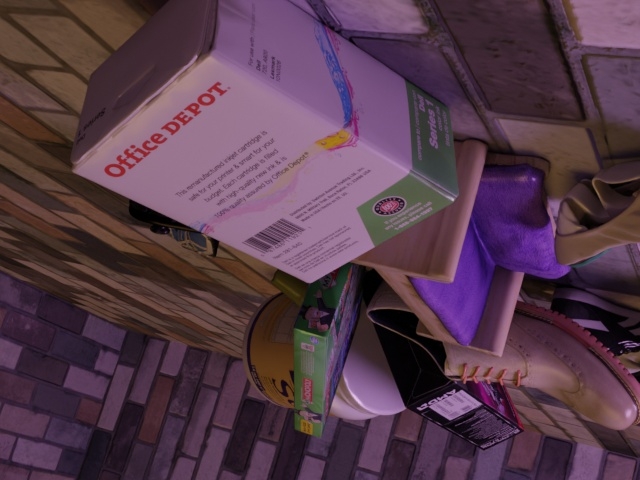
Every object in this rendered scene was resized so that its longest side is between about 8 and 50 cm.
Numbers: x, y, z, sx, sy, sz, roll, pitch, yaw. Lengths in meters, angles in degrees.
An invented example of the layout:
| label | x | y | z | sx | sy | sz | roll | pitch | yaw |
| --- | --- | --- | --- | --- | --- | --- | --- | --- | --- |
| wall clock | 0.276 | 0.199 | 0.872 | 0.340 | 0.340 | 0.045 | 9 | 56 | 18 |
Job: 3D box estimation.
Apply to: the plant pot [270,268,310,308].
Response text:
| label | x | y | z | sx | sy | sz | roll | pitch | yaw |
| --- | --- | --- | --- | --- | --- | --- | --- | --- | --- |
| plant pot | -0.044 | 0.073 | 1.762 | 0.079 | 0.083 | 0.083 | 32 | 165 | -4 |

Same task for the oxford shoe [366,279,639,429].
| label | x | y | z | sx | sy | sz | roll | pitch | yaw |
| --- | --- | --- | --- | --- | --- | --- | --- | --- | --- |
| oxford shoe | 0.243 | 0.158 | 1.323 | 0.397 | 0.146 | 0.140 | 30 | 149 | 28 |

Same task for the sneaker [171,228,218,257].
| label | x | y | z | sx | sy | sz | roll | pitch | yaw |
| --- | --- | --- | --- | --- | --- | --- | --- | --- | --- |
| sneaker | -0.199 | -0.015 | 1.569 | 0.081 | 0.080 | 0.211 | 15 | 165 | -6 |

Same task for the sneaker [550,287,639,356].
| label | x | y | z | sx | sy | sz | roll | pitch | yaw |
| --- | --- | --- | --- | --- | --- | --- | --- | --- | --- |
| sneaker | 0.420 | 0.157 | 1.408 | 0.217 | 0.121 | 0.079 | 19 | 167 | -9 |

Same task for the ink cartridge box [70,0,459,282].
| label | x | y | z | sx | sy | sz | roll | pitch | yaw |
| --- | --- | --- | --- | --- | --- | --- | --- | --- | --- |
| ink cartridge box | -0.046 | -0.092 | 0.867 | 0.278 | 0.117 | 0.201 | 27 | 138 | -34 |

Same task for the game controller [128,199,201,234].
| label | x | y | z | sx | sy | sz | roll | pitch | yaw |
| --- | --- | --- | --- | --- | --- | --- | --- | --- | --- |
| game controller | -0.114 | -0.050 | 1.136 | 0.166 | 0.067 | 0.319 | 19 | -168 | -2 |

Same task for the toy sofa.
| label | x | y | z | sx | sy | sz | roll | pitch | yaw |
| --- | --- | --- | --- | --- | --- | --- | --- | --- | --- |
| toy sofa | 0.173 | 0.022 | 1.118 | 0.177 | 0.150 | 0.362 | 13 | 166 | 22 |

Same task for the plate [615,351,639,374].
| label | x | y | z | sx | sy | sz | roll | pitch | yaw |
| --- | --- | --- | --- | --- | --- | --- | --- | --- | --- |
| plate | 0.473 | 0.191 | 1.644 | 0.278 | 0.045 | 0.277 | 28 | 163 | -38 |

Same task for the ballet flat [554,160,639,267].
| label | x | y | z | sx | sy | sz | roll | pitch | yaw |
| --- | --- | --- | --- | --- | --- | --- | --- | --- | --- |
| ballet flat | 0.284 | -0.033 | 0.951 | 0.086 | 0.086 | 0.248 | 20 | 165 | -14 |

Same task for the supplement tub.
| label | x | y | z | sx | sy | sz | roll | pitch | yaw |
| --- | --- | --- | --- | --- | --- | --- | --- | --- | --- |
| supplement tub | 0.027 | 0.211 | 1.850 | 0.241 | 0.241 | 0.331 | 25 | 164 | -30 |

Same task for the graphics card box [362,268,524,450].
| label | x | y | z | sx | sy | sz | roll | pitch | yaw |
| --- | --- | --- | --- | --- | --- | --- | --- | --- | --- |
| graphics card box | 0.202 | 0.191 | 1.583 | 0.094 | 0.232 | 0.371 | -29 | 148 | 16 |

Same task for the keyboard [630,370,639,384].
| label | x | y | z | sx | sy | sz | roll | pitch | yaw |
| --- | --- | --- | --- | --- | --- | --- | --- | --- | --- |
| keyboard | 0.570 | 0.193 | 1.510 | 0.100 | 0.038 | 0.192 | 27 | 146 | -29 |

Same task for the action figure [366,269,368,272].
| label | x | y | z | sx | sy | sz | roll | pitch | yaw |
| --- | --- | --- | --- | --- | --- | --- | --- | --- | --- |
| action figure | 0.000 | 0.000 | 1.441 | 0.137 | 0.063 | 0.232 | 18 | 163 | 11 |

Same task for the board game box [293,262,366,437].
| label | x | y | z | sx | sy | sz | roll | pitch | yaw |
| --- | --- | --- | --- | --- | --- | --- | --- | --- | --- |
| board game box | 0.015 | 0.112 | 1.345 | 0.046 | 0.213 | 0.317 | 16 | 148 | 8 |
